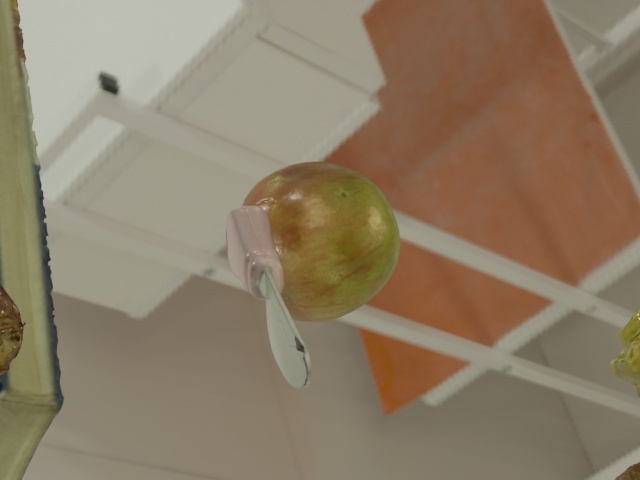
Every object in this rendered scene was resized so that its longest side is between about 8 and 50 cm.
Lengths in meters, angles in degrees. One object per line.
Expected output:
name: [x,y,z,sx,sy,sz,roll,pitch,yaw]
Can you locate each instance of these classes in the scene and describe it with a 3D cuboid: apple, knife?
apple: [0.000,0.000,1.554,0.196,0.196,0.196,-21,59,41]
knife: [-0.045,0.056,1.107,0.336,0.043,0.081,-113,20,-66]

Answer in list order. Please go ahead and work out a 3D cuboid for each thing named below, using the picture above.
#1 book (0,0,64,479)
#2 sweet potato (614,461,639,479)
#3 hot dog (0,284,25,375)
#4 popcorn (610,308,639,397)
book: [-0.237,0.049,0.769,0.300,0.039,0.428,-57,32,27]
sweet potato: [0.409,0.360,1.372,0.281,0.067,0.059,60,140,23]
hot dog: [-0.151,0.028,0.532,0.083,0.035,0.058,31,113,51]
popcorn: [0.398,0.120,1.209,0.192,0.233,0.266,-62,11,-6]
